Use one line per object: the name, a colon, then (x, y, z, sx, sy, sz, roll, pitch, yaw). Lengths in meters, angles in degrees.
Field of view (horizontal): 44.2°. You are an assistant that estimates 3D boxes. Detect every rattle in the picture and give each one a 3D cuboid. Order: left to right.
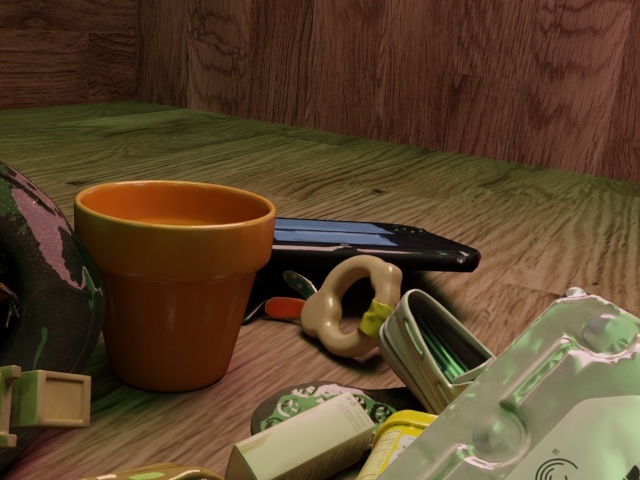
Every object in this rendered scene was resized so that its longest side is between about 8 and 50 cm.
rattle: (0.047, 0.091, 0.984, 0.142, 0.130, 0.199, 6, -15, -41)

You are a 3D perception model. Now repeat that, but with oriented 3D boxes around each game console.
game console: (-0.110, 0.078, 1.071, 0.122, 0.071, 0.107, 17, -11, 32)
game console: (0.000, 0.000, 1.170, 0.386, 0.060, 0.342, 2, 3, -12)

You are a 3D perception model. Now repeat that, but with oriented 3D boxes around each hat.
hat: (-0.367, 0.080, 0.692, 0.331, 0.332, 0.134, -4, -23, -32)

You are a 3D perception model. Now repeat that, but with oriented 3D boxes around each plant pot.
plant pot: (-0.156, 0.049, 0.837, 0.205, 0.188, 0.205, 5, 15, -1)

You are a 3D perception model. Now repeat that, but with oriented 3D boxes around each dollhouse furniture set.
dollhouse furniture set: (-0.268, 0.173, 0.559, 0.101, 0.161, 0.182, -12, -19, 26)

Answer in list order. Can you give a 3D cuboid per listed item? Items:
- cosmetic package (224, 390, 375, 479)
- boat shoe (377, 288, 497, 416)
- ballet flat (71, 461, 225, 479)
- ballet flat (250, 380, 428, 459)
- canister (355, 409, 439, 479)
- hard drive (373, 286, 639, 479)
cosmetic package: (-0.017, 0.172, 0.638, 0.115, 0.060, 0.041, -17, 53, -34)
boat shoe: (0.134, 0.137, 0.698, 0.083, 0.076, 0.226, -28, 58, -34)
ballet flat: (-0.171, 0.198, 0.537, 0.232, 0.080, 0.073, 4, 4, -40)
ballet flat: (0.056, 0.170, 0.744, 0.249, 0.058, 0.084, -6, 50, -18)
canister: (0.080, 0.204, 0.587, 0.126, 0.074, 0.170, 11, 18, 18)
hard drive: (0.190, 0.185, 0.393, 0.237, 0.064, 0.339, -40, 44, -14)
